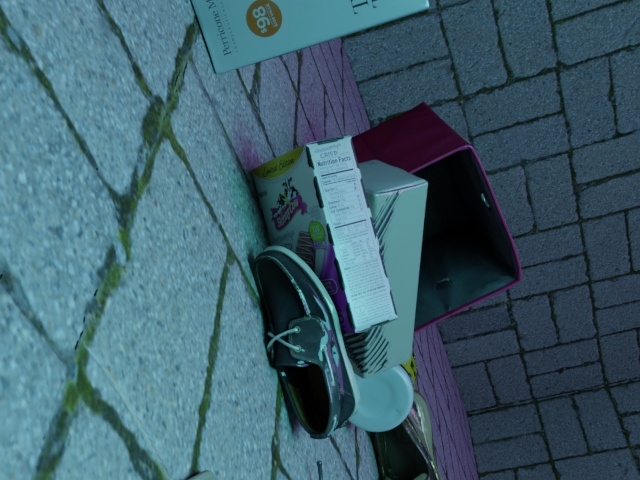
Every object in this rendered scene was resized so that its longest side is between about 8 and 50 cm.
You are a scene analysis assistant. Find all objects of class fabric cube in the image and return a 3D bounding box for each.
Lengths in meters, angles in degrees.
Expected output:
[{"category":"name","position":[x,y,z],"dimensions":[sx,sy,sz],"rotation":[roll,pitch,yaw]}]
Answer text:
[{"category":"fabric cube","position":[0.134,-0.034,1.215],"dimensions":[0.258,0.259,0.254],"rotation":[-107,171,-65]}]

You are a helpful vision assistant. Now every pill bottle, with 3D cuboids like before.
[{"category":"pill bottle","position":[0.098,0.218,1.226],"dimensions":[0.208,0.119,0.119],"rotation":[-46,121,-76]}]

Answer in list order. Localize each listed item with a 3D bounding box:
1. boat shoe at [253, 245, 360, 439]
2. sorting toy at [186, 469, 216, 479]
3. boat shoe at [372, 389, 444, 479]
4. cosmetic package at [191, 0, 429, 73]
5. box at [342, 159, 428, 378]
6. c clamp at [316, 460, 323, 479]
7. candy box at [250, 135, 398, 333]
[{"category":"boat shoe","position":[-0.024,0.119,0.885],"dimensions":[0.079,0.084,0.233],"rotation":[-26,96,-52]},{"category":"sorting toy","position":[-0.034,0.243,0.515],"dimensions":[0.208,0.038,0.193],"rotation":[36,3,14]},{"category":"boat shoe","position":[0.153,0.423,1.288],"dimensions":[0.123,0.123,0.342],"rotation":[14,62,-60]},{"category":"cosmetic package","position":[-0.050,-0.429,0.919],"dimensions":[0.097,0.284,0.377],"rotation":[-64,137,-70]},{"category":"box","position":[0.068,0.039,1.020],"dimensions":[0.113,0.094,0.275],"rotation":[30,-53,48]},{"category":"c clamp","position":[-0.006,0.345,0.839],"dimensions":[0.160,0.022,0.137],"rotation":[-45,124,-78]},{"category":"candy box","position":[0.000,0.000,0.952],"dimensions":[0.159,0.071,0.233],"rotation":[-15,-91,59]}]
